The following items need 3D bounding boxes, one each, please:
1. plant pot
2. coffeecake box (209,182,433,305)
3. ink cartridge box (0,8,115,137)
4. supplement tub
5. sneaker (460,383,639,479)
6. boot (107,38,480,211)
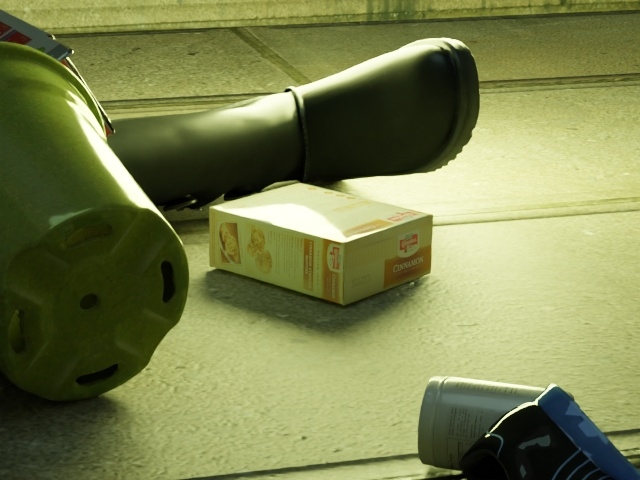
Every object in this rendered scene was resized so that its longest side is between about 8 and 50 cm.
[{"bbox_3d":[-0.250,0.001,1.363,0.276,0.276,0.254,-12,32,-34],"label":"plant pot"},{"bbox_3d":[0.000,0.000,1.626,0.185,0.068,0.142,15,21,39],"label":"coffeecake box"},{"bbox_3d":[-0.377,-0.079,1.560,0.309,0.130,0.272,-38,30,-13],"label":"ink cartridge box"},{"bbox_3d":[0.132,0.140,1.175,0.107,0.071,0.071,6,18,18],"label":"supplement tub"},{"bbox_3d":[0.180,0.188,1.032,0.090,0.081,0.232,-35,36,-6],"label":"sneaker"},{"bbox_3d":[-0.095,-0.115,1.759,0.445,0.146,0.367,-6,-9,-31],"label":"boot"}]
